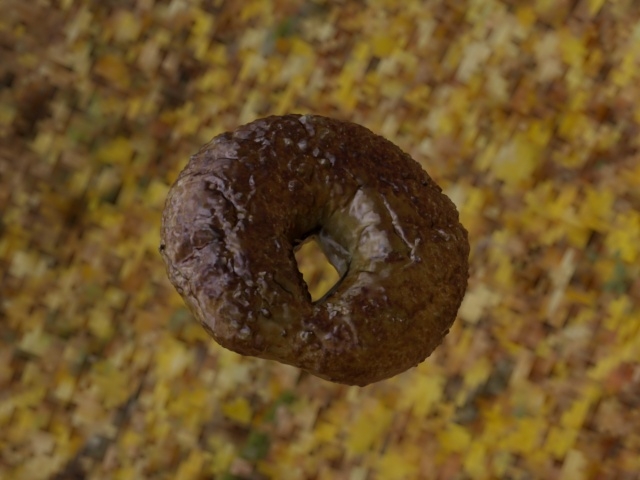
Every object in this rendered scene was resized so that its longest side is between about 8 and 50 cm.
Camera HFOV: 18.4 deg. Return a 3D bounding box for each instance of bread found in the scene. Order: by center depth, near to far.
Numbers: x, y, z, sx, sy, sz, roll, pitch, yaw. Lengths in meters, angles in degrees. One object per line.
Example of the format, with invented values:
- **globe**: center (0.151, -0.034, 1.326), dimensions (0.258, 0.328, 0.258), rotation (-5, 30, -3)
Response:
- **bread**: center (0.000, 0.000, 1.155), dimensions (0.064, 0.193, 0.193), rotation (119, 154, -48)
